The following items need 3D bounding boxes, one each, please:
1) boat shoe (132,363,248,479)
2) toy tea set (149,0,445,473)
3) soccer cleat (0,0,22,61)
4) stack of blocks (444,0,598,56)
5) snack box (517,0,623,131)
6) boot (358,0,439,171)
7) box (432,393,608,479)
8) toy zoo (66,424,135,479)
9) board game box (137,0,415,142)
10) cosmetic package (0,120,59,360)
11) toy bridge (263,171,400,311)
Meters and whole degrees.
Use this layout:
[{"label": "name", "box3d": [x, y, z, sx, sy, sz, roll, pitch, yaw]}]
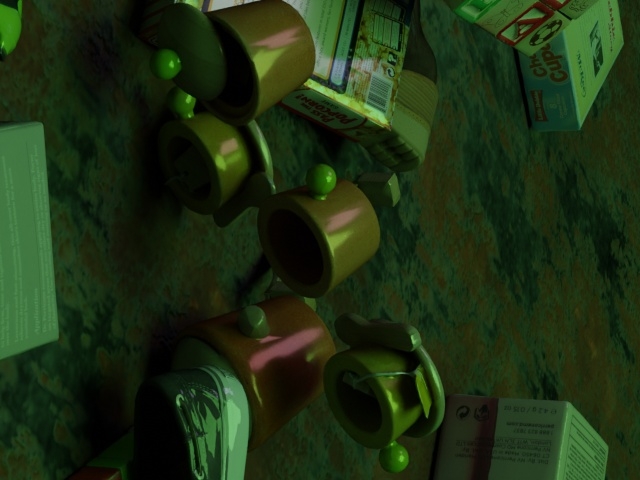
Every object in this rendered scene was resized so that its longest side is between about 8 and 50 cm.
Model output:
[{"label": "boat shoe", "box3d": [-0.092, 0.193, 1.224, 0.076, 0.080, 0.229, 4, 92, -45]}, {"label": "toy tea set", "box3d": [-0.055, 0.008, 1.264, 0.124, 0.200, 0.336, -28, 105, -34]}, {"label": "soccer cleat", "box3d": [-0.211, -0.167, 1.048, 0.179, 0.060, 0.072, 63, 27, -56]}, {"label": "stack of blocks", "box3d": [0.079, -0.288, 1.422, 0.297, 0.087, 0.171, 56, 17, 18]}, {"label": "snack box", "box3d": [0.244, -0.297, 1.995, 0.187, 0.060, 0.322, -56, 140, -48]}, {"label": "boot", "box3d": [0.021, -0.192, 1.539, 0.248, 0.090, 0.207, 47, 35, -50]}, {"label": "box", "box3d": [0.179, 0.277, 1.808, 0.148, 0.126, 0.232, 46, 51, -57]}, {"label": "toy zoo", "box3d": [-0.160, 0.258, 1.198, 0.293, 0.030, 0.192, -37, 124, -60]}, {"label": "board game box", "box3d": [-0.023, -0.173, 1.351, 0.193, 0.045, 0.147, 25, 66, -31]}, {"label": "cosmetic package", "box3d": [-0.234, 0.011, 0.952, 0.238, 0.107, 0.127, -14, 104, -61]}, {"label": "toy bridge", "box3d": [0.000, 0.000, 1.487, 0.188, 0.063, 0.026, -52, 137, -50]}]
